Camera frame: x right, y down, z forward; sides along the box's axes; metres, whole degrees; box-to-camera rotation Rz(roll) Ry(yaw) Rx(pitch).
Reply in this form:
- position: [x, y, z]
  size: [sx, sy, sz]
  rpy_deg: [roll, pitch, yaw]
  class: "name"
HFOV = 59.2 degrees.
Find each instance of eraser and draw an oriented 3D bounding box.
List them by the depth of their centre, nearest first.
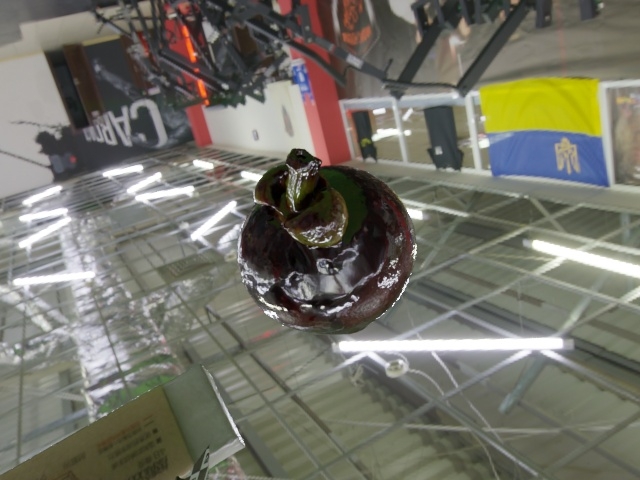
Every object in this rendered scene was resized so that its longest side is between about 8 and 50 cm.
- position: [-0.293, 0.330, 0.826]
  size: [0.343, 0.078, 0.144]
  rpy_deg: [-28, -117, -11]
  class: "eraser"

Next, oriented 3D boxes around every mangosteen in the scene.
- position: [0.008, 0.012, 0.918]
  size: [0.296, 0.297, 0.293]
  rpy_deg: [-13, 176, 3]
  class: "mangosteen"

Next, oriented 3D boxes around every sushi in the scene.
- position: [-0.176, 0.324, 0.676]
  size: [0.026, 0.120, 0.126]
  rpy_deg: [15, -152, 14]
  class: "sushi"
